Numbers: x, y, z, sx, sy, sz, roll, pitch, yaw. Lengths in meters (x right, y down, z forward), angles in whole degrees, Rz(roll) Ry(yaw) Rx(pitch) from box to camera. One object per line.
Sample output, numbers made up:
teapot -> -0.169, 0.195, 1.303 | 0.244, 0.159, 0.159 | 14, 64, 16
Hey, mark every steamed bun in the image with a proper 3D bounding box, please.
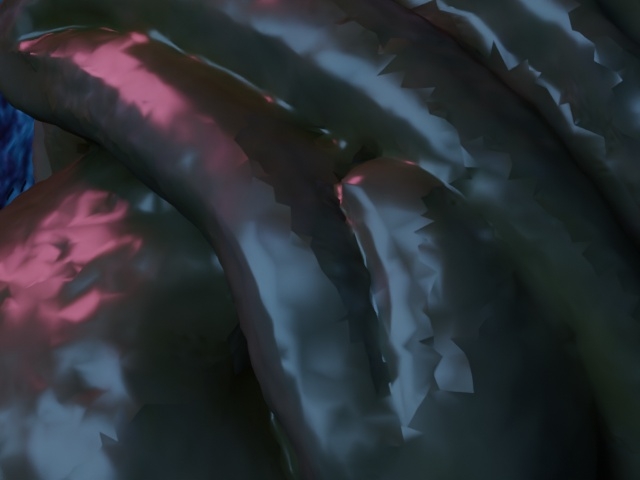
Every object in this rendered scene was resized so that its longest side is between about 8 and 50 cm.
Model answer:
steamed bun -> 0.003, 0.002, 0.512 | 0.325, 0.230, 0.372 | -17, 63, 43
